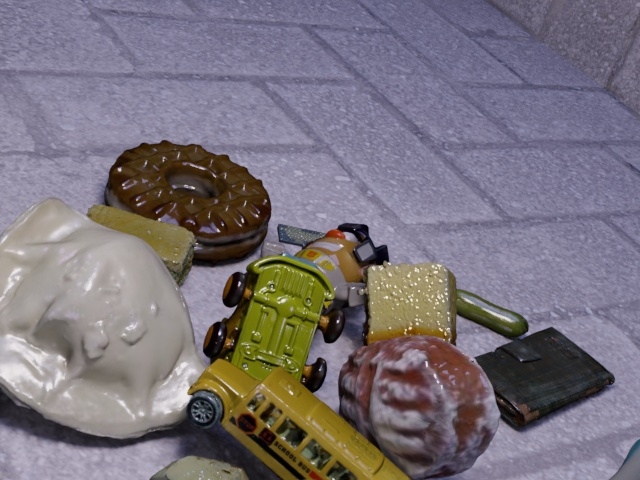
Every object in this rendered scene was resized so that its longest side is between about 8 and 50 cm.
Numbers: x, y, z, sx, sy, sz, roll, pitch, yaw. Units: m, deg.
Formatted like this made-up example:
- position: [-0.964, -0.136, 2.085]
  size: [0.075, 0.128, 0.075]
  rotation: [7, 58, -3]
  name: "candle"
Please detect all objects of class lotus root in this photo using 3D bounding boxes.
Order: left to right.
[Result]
- position: [-0.153, 0.344, 1.517]
  size: [0.143, 0.070, 0.144]
  rotation: [31, 31, 16]
  name: "lotus root"

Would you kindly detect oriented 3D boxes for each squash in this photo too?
- position: [0.319, 0.140, 2.156]
  size: [0.183, 0.052, 0.052]
  rotation: [24, 30, 8]
  name: "squash"

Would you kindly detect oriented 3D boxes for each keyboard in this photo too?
- position: [0.000, 0.001, 2.222]
  size: [0.176, 0.014, 0.055]
  rotation: [11, 35, -15]
  name: "keyboard"

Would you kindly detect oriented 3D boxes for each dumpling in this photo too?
- position: [-0.349, 0.135, 1.627]
  size: [0.395, 0.233, 0.315]
  rotation: [49, 52, -1]
  name: "dumpling"

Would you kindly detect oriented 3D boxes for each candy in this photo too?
- position: [0.132, 0.251, 1.659]
  size: [0.157, 0.214, 0.289]
  rotation: [-1, -5, -33]
  name: "candy"

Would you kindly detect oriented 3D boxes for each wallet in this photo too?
- position: [0.400, 0.246, 2.038]
  size: [0.317, 0.044, 0.169]
  rotation: [-12, 42, -44]
  name: "wallet"

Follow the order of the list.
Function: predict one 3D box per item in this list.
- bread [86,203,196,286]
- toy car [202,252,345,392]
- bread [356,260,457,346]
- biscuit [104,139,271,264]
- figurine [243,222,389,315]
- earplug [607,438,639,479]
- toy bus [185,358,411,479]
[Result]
- position: [-0.321, 0.022, 1.906]
  size: [0.196, 0.102, 0.138]
  rotation: [16, 28, -2]
  name: "bread"
- position: [-0.083, 0.147, 1.759]
  size: [0.200, 0.248, 0.142]
  rotation: [25, -13, -14]
  name: "toy car"
- position: [0.172, 0.168, 1.847]
  size: [0.178, 0.266, 0.142]
  rotation: [7, -12, -38]
  name: "bread"
- position: [-0.249, -0.078, 2.111]
  size: [0.332, 0.103, 0.332]
  rotation: [14, 31, -9]
  name: "biscuit"
- position: [0.004, 0.063, 1.994]
  size: [0.308, 0.143, 0.308]
  rotation: [14, 30, -8]
  name: "figurine"
- position: [0.459, 0.435, 1.666]
  size: [0.324, 0.185, 0.185]
  rotation: [-21, 49, -40]
  name: "earplug"
- position: [-0.032, 0.288, 1.577]
  size: [0.335, 0.123, 0.121]
  rotation: [41, 18, 5]
  name: "toy bus"
